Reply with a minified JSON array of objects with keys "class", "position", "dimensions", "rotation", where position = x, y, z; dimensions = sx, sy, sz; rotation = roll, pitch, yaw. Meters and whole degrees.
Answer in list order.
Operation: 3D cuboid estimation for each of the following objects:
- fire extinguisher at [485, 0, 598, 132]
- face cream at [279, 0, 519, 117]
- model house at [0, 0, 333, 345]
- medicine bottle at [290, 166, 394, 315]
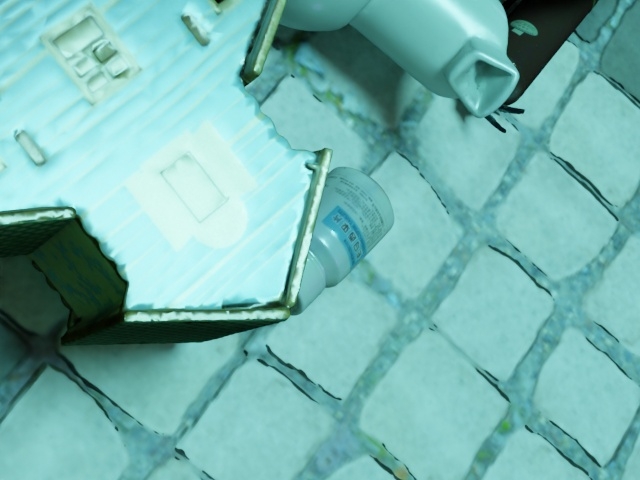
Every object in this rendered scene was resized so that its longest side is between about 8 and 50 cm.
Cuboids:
[{"class":"fire extinguisher","position":[0.141,-0.138,0.877],"dimensions":[0.064,0.043,0.158],"rotation":[31,60,19]},{"class":"face cream","position":[-0.030,-0.213,0.765],"dimensions":[0.369,0.145,0.145],"rotation":[40,63,-11]},{"class":"model house","position":[-0.101,-0.034,0.656],"dimensions":[0.271,0.178,0.206],"rotation":[-42,97,-27]},{"class":"medicine bottle","position":[0.000,0.000,0.764],"dimensions":[0.052,0.052,0.089],"rotation":[48,62,-5]}]
